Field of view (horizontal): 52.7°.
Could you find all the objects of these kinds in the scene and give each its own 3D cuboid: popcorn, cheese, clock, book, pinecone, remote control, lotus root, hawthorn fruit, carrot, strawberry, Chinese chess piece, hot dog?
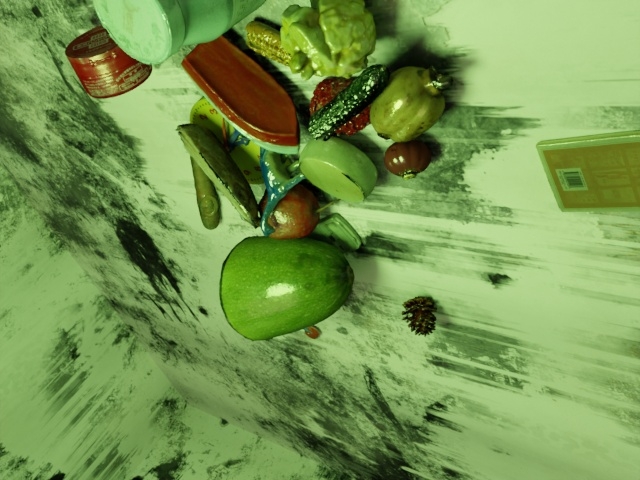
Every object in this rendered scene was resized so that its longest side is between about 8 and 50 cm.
[{"bbox_3d":[0.010,-0.380,1.208,0.188,0.185,0.167,-28,129,21],"label":"popcorn"},{"bbox_3d":[-0.106,0.262,2.275,0.256,0.037,0.106,39,150,-2],"label":"cheese"},{"bbox_3d":[-0.230,-0.259,1.710,0.294,0.071,0.277,0,131,45],"label":"clock"},{"bbox_3d":[0.526,-0.119,1.163,0.242,0.018,0.170,2,133,45],"label":"book"},{"bbox_3d":[0.275,0.205,1.755,0.109,0.102,0.102,63,155,21],"label":"pinecone"},{"bbox_3d":[0.000,0.000,1.840,0.123,0.038,0.285,46,146,-14],"label":"remote control"},{"bbox_3d":[0.175,-0.269,1.244,0.125,0.118,0.221,13,151,-21],"label":"lotus root"},{"bbox_3d":[-0.060,-0.075,1.694,0.204,0.162,0.162,10,139,26],"label":"hawthorn fruit"},{"bbox_3d":[-0.355,-0.155,1.978,0.070,0.070,0.342,25,144,21],"label":"carrot"},{"bbox_3d":[-0.245,-0.177,1.671,0.329,0.078,0.167,51,171,5],"label":"lotus root"},{"bbox_3d":[0.046,-0.280,1.393,0.192,0.085,0.140,20,142,25],"label":"strawberry"},{"bbox_3d":[0.042,-0.166,1.506,0.189,0.083,0.188,27,163,9],"label":"Chinese chess piece"},{"bbox_3d":[-0.090,-0.417,1.393,0.165,0.045,0.071,30,145,16],"label":"hot dog"}]

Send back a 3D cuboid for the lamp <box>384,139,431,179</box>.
[{"bbox_3d":[0.185,-0.175,1.374,0.101,0.090,0.101,-4,168,-1],"label":"lamp"}]

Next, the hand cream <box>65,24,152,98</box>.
[{"bbox_3d":[-0.539,-0.463,1.659,0.193,0.193,0.125,17,141,32],"label":"hand cream"}]

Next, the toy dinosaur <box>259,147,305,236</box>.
[{"bbox_3d":[-0.141,-0.158,1.605,0.247,0.188,0.075,50,-172,-7],"label":"toy dinosaur"}]

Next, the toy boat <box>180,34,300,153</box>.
[{"bbox_3d":[-0.168,-0.327,1.508,0.332,0.145,0.133,43,170,-2],"label":"toy boat"}]

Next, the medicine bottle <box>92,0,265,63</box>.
[{"bbox_3d":[-0.268,-0.493,1.246,0.245,0.290,0.245,27,146,20],"label":"medicine bottle"}]

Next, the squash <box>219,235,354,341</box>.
[{"bbox_3d":[-0.067,0.124,1.753,0.309,0.310,0.310,-8,125,45],"label":"squash"}]

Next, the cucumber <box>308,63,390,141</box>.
[{"bbox_3d":[0.064,-0.272,1.259,0.067,0.067,0.245,46,143,-11],"label":"cucumber"}]
